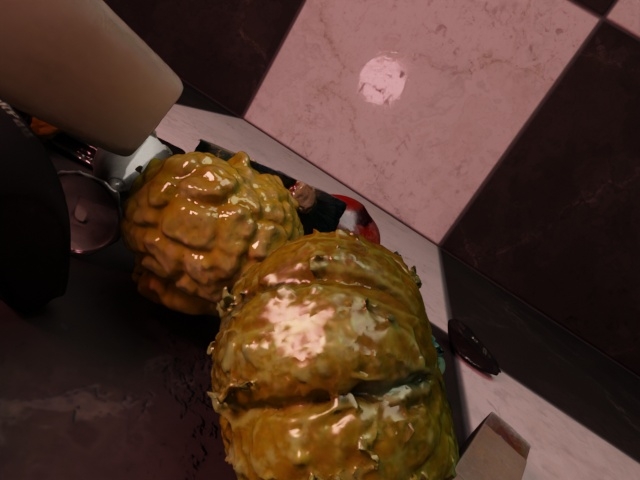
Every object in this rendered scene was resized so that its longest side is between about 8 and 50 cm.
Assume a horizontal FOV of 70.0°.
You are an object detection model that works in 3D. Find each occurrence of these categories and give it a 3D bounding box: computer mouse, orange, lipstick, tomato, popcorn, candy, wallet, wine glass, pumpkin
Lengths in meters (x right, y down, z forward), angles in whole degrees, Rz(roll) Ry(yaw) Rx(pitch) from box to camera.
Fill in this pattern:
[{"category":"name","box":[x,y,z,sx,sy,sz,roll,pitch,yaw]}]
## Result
[{"category":"computer mouse","box":[-0.307,-0.054,0.417,0.170,0.269,0.100,40,53,8]},{"category":"orange","box":[0.014,0.148,0.456,0.300,0.223,0.301,25,51,-67]},{"category":"lipstick","box":[0.192,0.319,0.577,0.080,0.076,0.371,42,18,26]},{"category":"tomato","box":[0.033,-0.007,1.032,0.208,0.184,0.208,9,44,-9]},{"category":"popcorn","box":[-0.153,0.000,0.598,0.237,0.251,0.206,46,30,1]},{"category":"candy","box":[-0.318,-0.246,0.500,0.208,0.145,0.359,47,1,11]},{"category":"wallet","box":[-0.437,-0.214,1.048,0.197,0.051,0.377,27,15,-8]},{"category":"wine glass","box":[-0.316,-0.076,0.691,0.156,0.156,0.232,29,18,-12]},{"category":"pumpkin","box":[-0.111,-0.039,0.831,0.293,0.197,0.263,18,5,-31]},{"category":"computer mouse","box":[0.370,0.270,1.132,0.172,0.057,0.099,49,17,15]}]

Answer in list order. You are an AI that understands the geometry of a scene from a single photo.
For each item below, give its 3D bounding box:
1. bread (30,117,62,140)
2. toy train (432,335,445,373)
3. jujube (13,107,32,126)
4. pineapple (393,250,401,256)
[{"category":"bread","box":[-0.525,-0.283,0.767,0.244,0.244,0.134,13,32,-50]},{"category":"toy train","box":[0.070,0.157,0.785,0.298,0.120,0.194,26,9,-23]},{"category":"jujube","box":[-0.475,-0.169,0.572,0.197,0.197,0.290,20,20,-39]},{"category":"pineapple","box":[0.124,0.045,1.248,0.221,0.103,0.083,21,18,-34]}]
